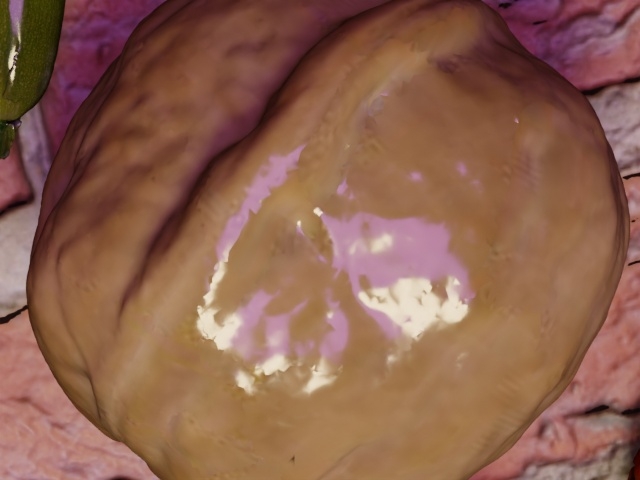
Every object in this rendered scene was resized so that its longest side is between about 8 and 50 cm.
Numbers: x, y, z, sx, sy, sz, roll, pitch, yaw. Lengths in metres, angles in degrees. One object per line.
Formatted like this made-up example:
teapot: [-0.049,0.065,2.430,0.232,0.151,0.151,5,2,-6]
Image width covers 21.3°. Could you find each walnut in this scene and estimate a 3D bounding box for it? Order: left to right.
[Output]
walnut: [0.000,0.000,1.082,0.381,0.381,0.381,-1,97,-7]

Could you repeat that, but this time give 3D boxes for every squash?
squash: [-0.209,-0.212,1.153,0.071,0.080,0.318,-10,102,-45]

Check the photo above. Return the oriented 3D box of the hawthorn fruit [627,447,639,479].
hawthorn fruit: [0.362,0.188,1.213,0.299,0.211,0.211,-16,99,-14]
